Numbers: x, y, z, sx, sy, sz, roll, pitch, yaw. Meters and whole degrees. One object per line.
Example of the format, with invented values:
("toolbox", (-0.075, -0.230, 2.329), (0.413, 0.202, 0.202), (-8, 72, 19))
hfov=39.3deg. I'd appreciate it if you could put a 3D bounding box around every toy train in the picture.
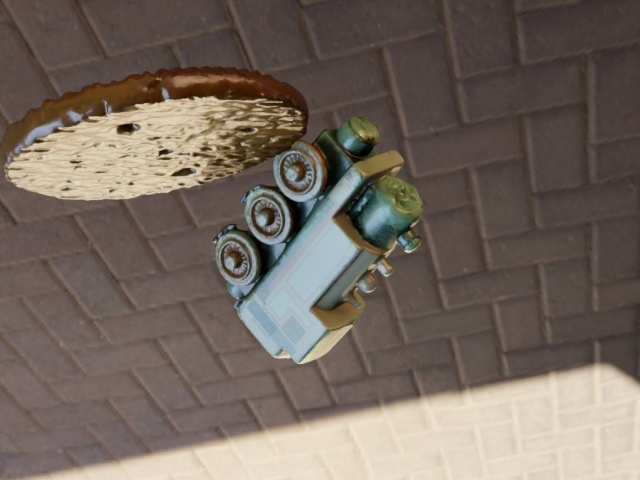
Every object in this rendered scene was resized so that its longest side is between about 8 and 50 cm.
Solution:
("toy train", (0.000, 0.000, 0.681), (0.081, 0.125, 0.194), (-26, 160, -51))

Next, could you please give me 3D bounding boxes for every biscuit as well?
("biscuit", (-0.099, -0.064, 0.551), (0.188, 0.027, 0.188), (-13, 170, -2))
